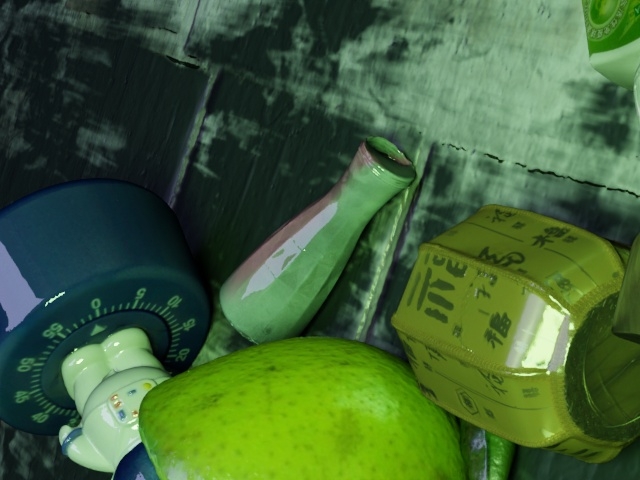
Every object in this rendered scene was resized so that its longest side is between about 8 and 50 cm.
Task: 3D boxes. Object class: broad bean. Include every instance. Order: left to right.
[{"bbox_3d":[0.116,0.114,1.110,0.061,0.046,0.195,-41,46,22],"label":"broad bean"}]

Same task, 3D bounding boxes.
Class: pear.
[{"bbox_3d":[-0.017,0.148,1.121,0.139,0.239,0.288,-58,36,24],"label":"pear"}]

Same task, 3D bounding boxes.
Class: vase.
[{"bbox_3d":[0.000,0.000,1.321,0.214,0.086,0.086,-50,38,27],"label":"vase"}]

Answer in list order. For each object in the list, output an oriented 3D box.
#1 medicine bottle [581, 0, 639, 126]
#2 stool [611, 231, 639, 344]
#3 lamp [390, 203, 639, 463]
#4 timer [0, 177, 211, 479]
[{"bbox_3d":[0.247,-0.162,0.990,0.132,0.088,0.188,-35,47,45],"label":"medicine bottle"},{"bbox_3d":[0.277,-0.056,0.808,0.179,0.179,0.264,8,83,59],"label":"stool"},{"bbox_3d":[0.147,0.060,0.986,0.185,0.161,0.161,21,94,56],"label":"lamp"},{"bbox_3d":[-0.184,0.153,1.422,0.270,0.270,0.383,-56,50,26],"label":"timer"}]
